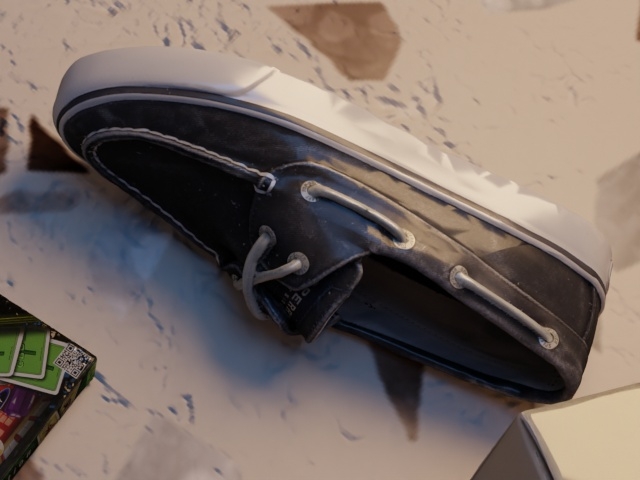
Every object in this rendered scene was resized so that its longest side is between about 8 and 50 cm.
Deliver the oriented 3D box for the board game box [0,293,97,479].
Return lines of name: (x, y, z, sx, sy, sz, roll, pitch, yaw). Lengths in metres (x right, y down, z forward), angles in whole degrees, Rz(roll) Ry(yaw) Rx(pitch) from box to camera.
board game box: (-0.231, 0.116, 0.790, 0.136, 0.030, 0.259, 31, 59, 7)

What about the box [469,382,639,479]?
box: (0.232, 0.127, 0.828, 0.311, 0.148, 0.121, -11, 63, -20)

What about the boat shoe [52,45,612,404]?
boat shoe: (0.000, 0.000, 0.872, 0.301, 0.108, 0.102, 23, 57, -8)
